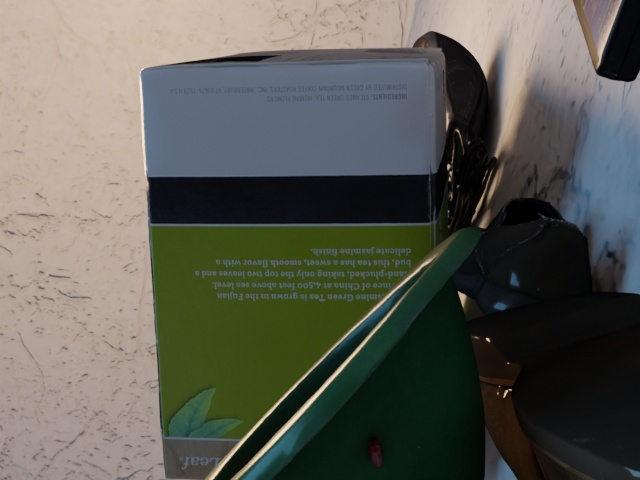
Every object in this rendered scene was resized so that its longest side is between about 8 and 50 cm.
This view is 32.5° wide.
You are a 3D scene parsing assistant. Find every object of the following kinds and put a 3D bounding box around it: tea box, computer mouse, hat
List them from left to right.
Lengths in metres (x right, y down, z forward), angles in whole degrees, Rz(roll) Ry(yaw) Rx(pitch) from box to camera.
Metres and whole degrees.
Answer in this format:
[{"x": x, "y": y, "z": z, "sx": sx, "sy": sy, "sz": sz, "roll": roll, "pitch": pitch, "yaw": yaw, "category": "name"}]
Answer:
[{"x": 0.000, "y": 0.000, "z": 0.953, "sx": 0.329, "sy": 0.220, "sz": 0.323, "roll": -55, "pitch": -35, "yaw": -75, "category": "tea box"}, {"x": 0.054, "y": 0.127, "z": 0.445, "sx": 0.208, "sy": 0.183, "sz": 0.173, "roll": -47, "pitch": -2, "yaw": 36, "category": "hat"}, {"x": 0.147, "y": -0.114, "z": 1.192, "sx": 0.188, "sy": 0.072, "sz": 0.272, "roll": 108, "pitch": 162, "yaw": -50, "category": "computer mouse"}]

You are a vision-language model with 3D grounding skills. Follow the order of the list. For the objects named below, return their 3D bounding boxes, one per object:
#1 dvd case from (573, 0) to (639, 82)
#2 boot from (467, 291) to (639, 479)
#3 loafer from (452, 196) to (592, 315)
[{"x": 0.158, "y": -0.211, "z": 0.542, "sx": 0.253, "sy": 0.022, "sz": 0.180, "roll": -83, "pitch": 4, "yaw": -56, "category": "dvd case"}, {"x": 0.130, "y": 0.088, "z": 0.436, "sx": 0.305, "sy": 0.112, "sz": 0.115, "roll": 174, "pitch": 83, "yaw": -87, "category": "boot"}, {"x": 0.137, "y": 0.013, "z": 0.717, "sx": 0.220, "sy": 0.080, "sz": 0.078, "roll": -120, "pitch": 54, "yaw": -82, "category": "loafer"}]
